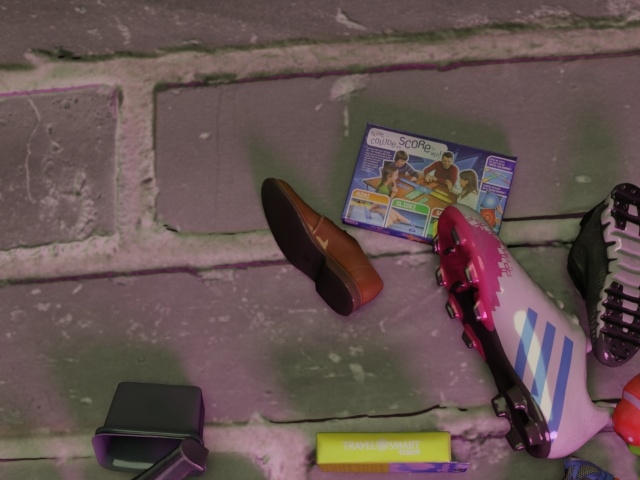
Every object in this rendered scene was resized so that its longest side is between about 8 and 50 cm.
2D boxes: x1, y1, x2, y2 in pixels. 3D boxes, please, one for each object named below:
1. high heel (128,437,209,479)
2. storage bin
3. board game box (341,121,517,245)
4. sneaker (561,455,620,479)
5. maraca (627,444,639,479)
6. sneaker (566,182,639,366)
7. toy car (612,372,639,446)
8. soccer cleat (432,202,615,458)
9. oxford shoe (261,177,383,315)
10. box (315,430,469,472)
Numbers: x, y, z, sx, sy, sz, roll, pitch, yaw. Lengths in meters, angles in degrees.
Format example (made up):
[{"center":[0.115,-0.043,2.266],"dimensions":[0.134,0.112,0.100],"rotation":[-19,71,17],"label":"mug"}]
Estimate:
[{"center":[-0.132,0.369,1.527],"dimensions":[0.261,0.093,0.186],"rotation":[44,119,-10],"label":"high heel"},{"center":[-0.201,0.231,1.546],"dimensions":[0.135,0.098,0.091],"rotation":[4,48,5],"label":"storage bin"},{"center":[0.141,-0.065,1.619],"dimensions":[0.201,0.035,0.136],"rotation":[15,77,7],"label":"board game box"},{"center":[0.263,0.346,1.494],"dimensions":[0.221,0.083,0.087],"rotation":[-40,63,-12],"label":"sneaker"},{"center":[0.459,0.239,1.493],"dimensions":[0.185,0.099,0.127],"rotation":[-24,62,23],"label":"maraca"},{"center":[0.351,0.051,1.542],"dimensions":[0.078,0.106,0.234],"rotation":[19,64,-22],"label":"sneaker"},{"center":[0.440,0.113,1.495],"dimensions":[0.239,0.053,0.225],"rotation":[-22,44,18],"label":"toy car"},{"center":[0.249,0.101,1.537],"dimensions":[0.143,0.116,0.331],"rotation":[-19,82,-19],"label":"soccer cleat"},{"center":[0.000,0.000,1.606],"dimensions":[0.076,0.076,0.212],"rotation":[-27,71,-34],"label":"oxford shoe"},{"center":[0.086,0.255,1.504],"dimensions":[0.178,0.109,0.042],"rotation":[-1,74,3],"label":"box"}]
